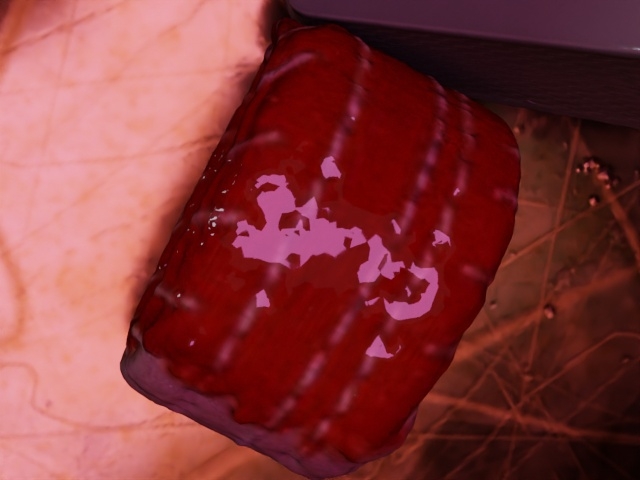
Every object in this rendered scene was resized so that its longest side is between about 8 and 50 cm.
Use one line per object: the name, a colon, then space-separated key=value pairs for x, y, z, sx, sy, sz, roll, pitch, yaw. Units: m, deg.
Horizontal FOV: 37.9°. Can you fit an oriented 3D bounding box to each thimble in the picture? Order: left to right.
thimble: x=-0.002 y=0.006 z=0.425 sx=0.125 sy=0.163 sz=0.190 roll=26 pitch=89 yaw=-11

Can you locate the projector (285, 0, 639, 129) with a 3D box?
projector: x=0.117 y=-0.161 z=0.395 sx=0.108 sy=0.250 sz=0.198 roll=21 pitch=90 yaw=-45
